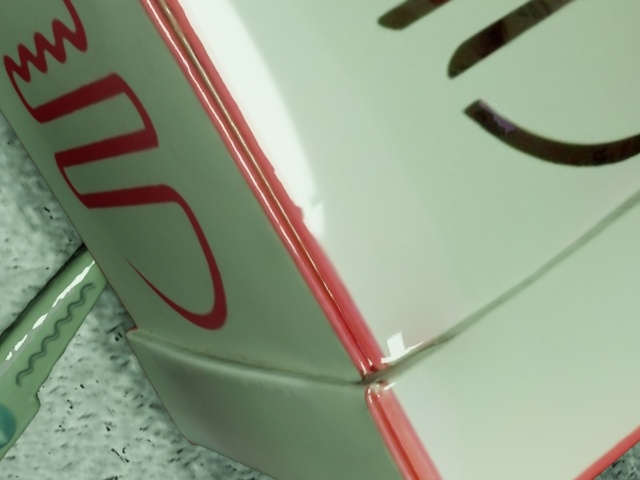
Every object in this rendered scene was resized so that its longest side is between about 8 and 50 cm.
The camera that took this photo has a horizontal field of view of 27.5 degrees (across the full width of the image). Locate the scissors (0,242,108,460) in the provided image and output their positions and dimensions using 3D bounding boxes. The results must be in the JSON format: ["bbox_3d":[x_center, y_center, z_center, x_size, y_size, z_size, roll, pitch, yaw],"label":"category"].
[{"bbox_3d":[-0.190,0.101,0.704,0.138,0.041,0.289,39,84,-30],"label":"scissors"}]

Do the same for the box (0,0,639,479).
[{"bbox_3d":[0.041,-0.087,0.597,0.314,0.312,0.300,-34,103,-20],"label":"box"}]
